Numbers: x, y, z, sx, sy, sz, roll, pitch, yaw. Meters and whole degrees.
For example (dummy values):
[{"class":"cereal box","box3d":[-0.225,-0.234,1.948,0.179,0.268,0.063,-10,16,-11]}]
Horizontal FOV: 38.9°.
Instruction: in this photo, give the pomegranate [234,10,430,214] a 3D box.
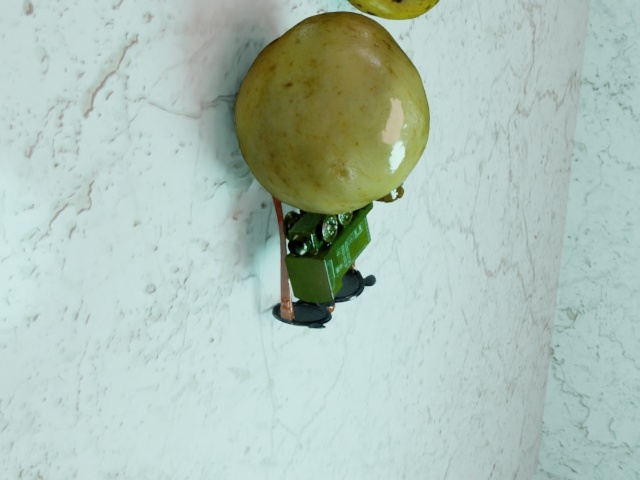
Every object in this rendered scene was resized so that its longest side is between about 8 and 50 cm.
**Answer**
[{"class":"pomegranate","box3d":[0.018,-0.188,1.326,0.307,0.307,0.307,-29,124,-55]}]

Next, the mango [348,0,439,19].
[{"class":"mango","box3d":[0.103,-0.482,1.488,0.290,0.191,0.160,58,16,-55]}]

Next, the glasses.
[{"class":"glasses","box3d":[0.000,0.000,1.536,0.234,0.118,0.268,-35,129,-51]}]

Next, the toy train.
[{"class":"toy train","box3d":[0.018,-0.010,1.456,0.225,0.090,0.137,-47,132,-50]}]
